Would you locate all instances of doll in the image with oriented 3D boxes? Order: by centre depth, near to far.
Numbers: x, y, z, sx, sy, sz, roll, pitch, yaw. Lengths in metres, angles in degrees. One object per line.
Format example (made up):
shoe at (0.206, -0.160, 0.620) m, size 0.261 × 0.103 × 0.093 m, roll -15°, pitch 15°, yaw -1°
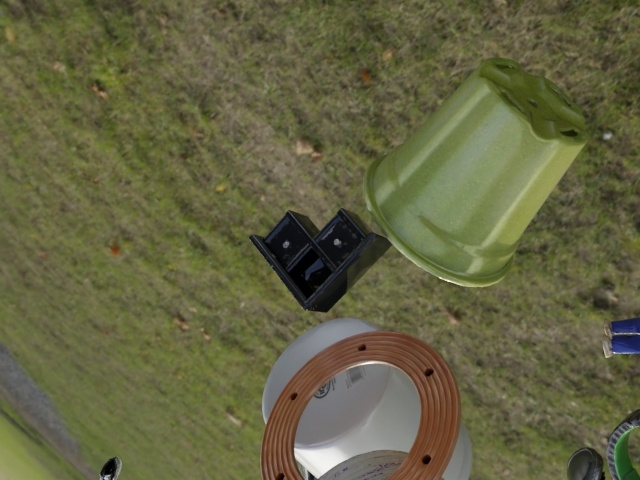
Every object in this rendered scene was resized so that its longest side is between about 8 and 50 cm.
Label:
doll at (0.524, 0.135, 1.041) m, size 0.189 × 0.129 × 0.046 m, roll -7°, pitch 126°, yaw 31°

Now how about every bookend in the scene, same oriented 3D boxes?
bookend at (0.000, 0.000, 1.063) m, size 0.156 × 0.157 × 0.072 m, roll 51°, pitch -164°, yaw 26°

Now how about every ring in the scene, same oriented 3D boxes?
ring at (0.057, 0.285, 1.059) m, size 0.336 × 0.336 × 0.032 m, roll 8°, pitch 146°, yaw 45°

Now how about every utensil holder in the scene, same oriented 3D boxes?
utensil holder at (0.101, 0.396, 1.499) m, size 0.327 × 0.327 × 0.385 m, roll 8°, pitch 147°, yaw 45°

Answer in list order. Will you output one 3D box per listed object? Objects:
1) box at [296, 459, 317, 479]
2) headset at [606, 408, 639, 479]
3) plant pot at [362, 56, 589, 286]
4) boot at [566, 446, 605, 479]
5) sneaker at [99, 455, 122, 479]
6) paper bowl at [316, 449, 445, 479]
box at (-0.021, 0.609, 1.882) m, size 0.076 × 0.307 × 0.242 m, roll -2°, pitch 152°, yaw -11°
headset at (0.630, 0.379, 1.120) m, size 0.243 × 0.185 × 0.394 m, roll 59°, pitch 143°, yaw 9°
plant pot at (0.241, -0.116, 1.031) m, size 0.276 × 0.276 × 0.254 m, roll 39°, pitch 130°, yaw 6°
boot at (0.652, 0.550, 1.509) m, size 0.229 × 0.091 × 0.263 m, roll 2°, pitch 123°, yaw 2°
sneaker at (-0.424, 0.475, 1.380) m, size 0.038 × 0.098 × 0.069 m, roll 11°, pitch 160°, yaw -3°
paper bowl at (0.081, 0.462, 1.100) m, size 0.284 × 0.284 × 0.148 m, roll 58°, pitch 171°, yaw -25°
